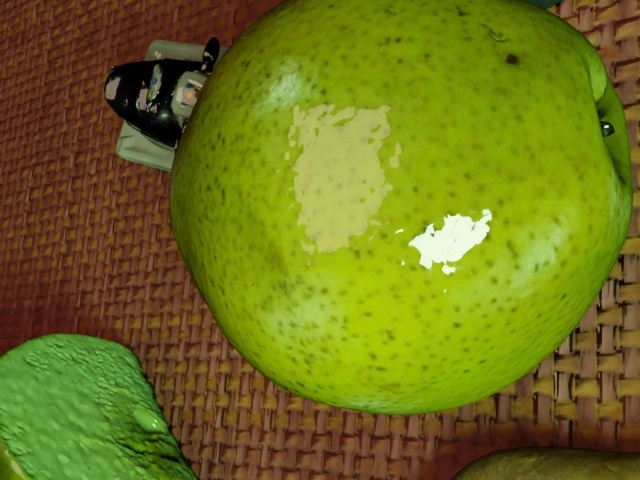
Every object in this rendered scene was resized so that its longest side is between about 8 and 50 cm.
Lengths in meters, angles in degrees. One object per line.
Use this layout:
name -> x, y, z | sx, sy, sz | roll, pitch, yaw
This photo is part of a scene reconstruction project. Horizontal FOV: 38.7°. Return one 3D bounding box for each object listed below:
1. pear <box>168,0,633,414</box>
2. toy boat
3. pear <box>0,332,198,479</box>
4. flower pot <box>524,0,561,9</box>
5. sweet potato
pear -> 0.053, -0.032, 0.573 | 0.294, 0.294, 0.294 | -13, 70, 40
toy boat -> -0.117, -0.128, 0.855 | 0.269, 0.141, 0.140 | 16, 90, 58
pear -> -0.242, 0.216, 0.797 | 0.159, 0.292, 0.292 | -46, 51, 11
flower pot -> 0.114, -0.298, 0.677 | 0.235, 0.148, 0.235 | -15, 68, 39
sweet potato -> 0.160, 0.157, 0.569 | 0.281, 0.059, 0.067 | -21, 86, 39
